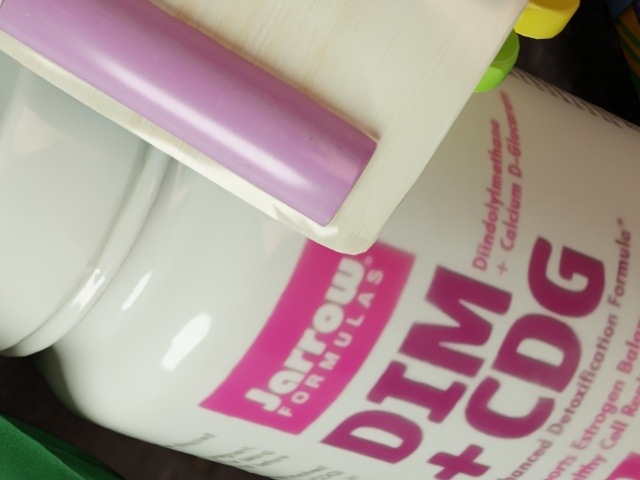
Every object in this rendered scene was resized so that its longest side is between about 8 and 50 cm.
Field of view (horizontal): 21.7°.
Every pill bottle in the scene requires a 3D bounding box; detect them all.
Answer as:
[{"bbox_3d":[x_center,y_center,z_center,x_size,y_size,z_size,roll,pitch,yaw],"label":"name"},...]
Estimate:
[{"bbox_3d":[0.000,0.000,0.557,0.283,0.160,0.160,20,82,-31],"label":"pill bottle"}]

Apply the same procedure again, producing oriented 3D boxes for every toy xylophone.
[{"bbox_3d":[-0.004,-0.144,0.500,0.236,0.081,0.323,37,36,4],"label":"toy xylophone"}]

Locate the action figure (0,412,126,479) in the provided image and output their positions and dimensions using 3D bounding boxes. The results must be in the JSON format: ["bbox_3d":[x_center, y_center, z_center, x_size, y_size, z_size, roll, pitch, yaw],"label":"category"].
[{"bbox_3d":[-0.092,0.091,0.540,0.232,0.137,0.063,38,79,-38],"label":"action figure"}]

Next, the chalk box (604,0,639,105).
[{"bbox_3d":[0.210,-0.176,0.646,0.180,0.179,0.289,-13,82,-31],"label":"chalk box"}]
